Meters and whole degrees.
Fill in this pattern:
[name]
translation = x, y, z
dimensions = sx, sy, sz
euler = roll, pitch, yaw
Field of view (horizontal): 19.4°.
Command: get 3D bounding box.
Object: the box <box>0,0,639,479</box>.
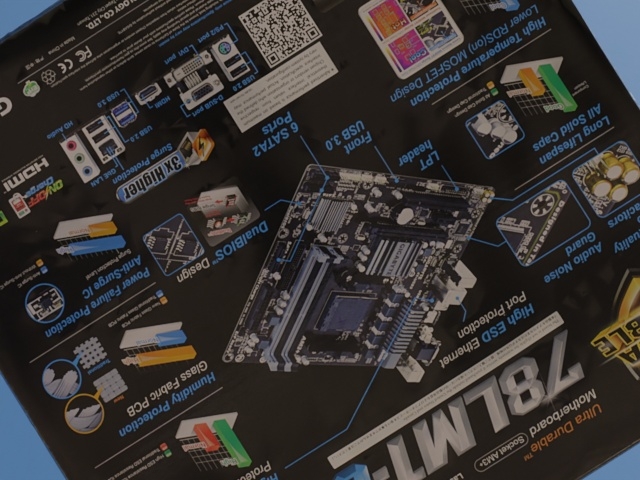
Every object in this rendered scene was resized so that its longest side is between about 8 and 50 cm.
[box]
translation = 0.000, 0.000, 0.814
dimensions = 0.295, 0.073, 0.293
euler = -33, -91, 2
